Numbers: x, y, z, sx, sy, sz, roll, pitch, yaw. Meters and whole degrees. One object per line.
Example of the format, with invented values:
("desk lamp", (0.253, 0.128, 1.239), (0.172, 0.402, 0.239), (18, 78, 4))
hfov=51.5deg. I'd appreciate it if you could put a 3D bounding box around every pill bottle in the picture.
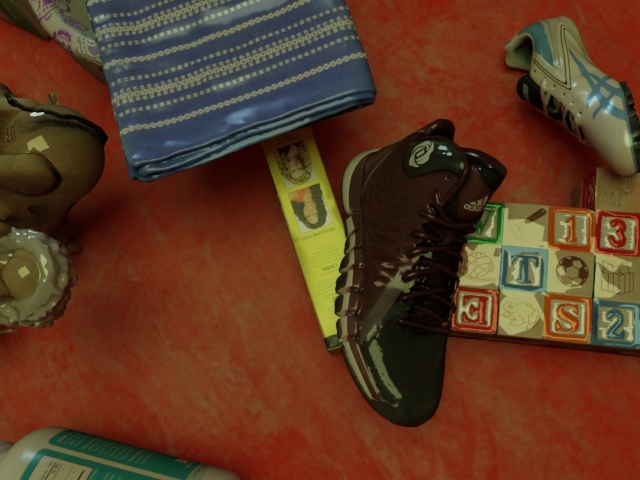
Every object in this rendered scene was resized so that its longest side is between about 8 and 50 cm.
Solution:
("pill bottle", (-0.214, 0.263, 0.627), (0.264, 0.146, 0.146), (12, 79, 9))

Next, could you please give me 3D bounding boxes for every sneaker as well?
("sneaker", (0.253, -0.141, 0.666), (0.086, 0.085, 0.237), (-24, 44, 13))
("sneaker", (0.097, 0.010, 0.585), (0.162, 0.106, 0.281), (-33, 53, 44))

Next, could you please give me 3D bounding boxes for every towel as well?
("towel", (-0.109, -0.238, 0.632), (0.243, 0.040, 0.336), (-19, 77, 2))

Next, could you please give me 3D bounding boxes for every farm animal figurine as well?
("farm animal figurine", (-0.321, -0.056, 0.692), (0.327, 0.172, 0.330), (-19, 71, 45))

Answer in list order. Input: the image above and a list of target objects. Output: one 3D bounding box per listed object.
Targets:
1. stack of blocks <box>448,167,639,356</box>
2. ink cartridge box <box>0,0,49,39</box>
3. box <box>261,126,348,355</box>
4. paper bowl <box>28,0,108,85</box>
("stack of blocks", (0.279, 0.023, 0.654), (0.297, 0.087, 0.171), (5, 78, 8))
("ink cartridge box", (-0.402, -0.373, 0.817), (0.219, 0.092, 0.160), (26, 81, 11))
("box", (0.000, 0.000, 0.693), (0.058, 0.087, 0.232), (-19, 75, 0))
("paper bowl", (-0.168, -0.293, 0.744), (0.284, 0.148, 0.284), (-1, 78, 5))
